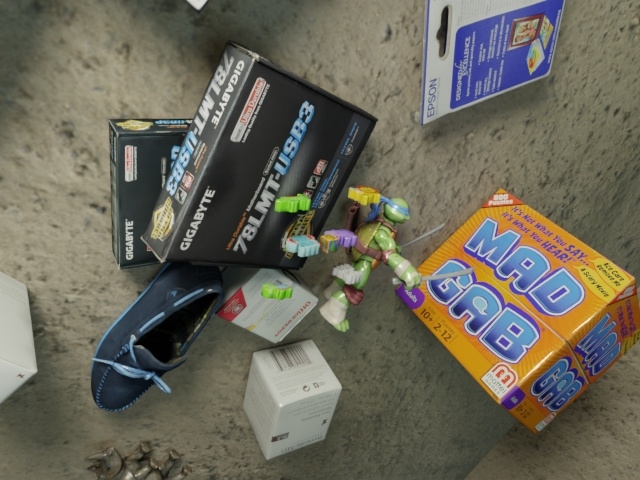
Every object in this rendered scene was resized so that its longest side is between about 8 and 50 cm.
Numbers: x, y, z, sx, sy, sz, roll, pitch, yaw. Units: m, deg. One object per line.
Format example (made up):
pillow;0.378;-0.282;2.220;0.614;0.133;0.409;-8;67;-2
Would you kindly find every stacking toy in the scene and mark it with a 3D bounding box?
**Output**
stacking toy;0.000;0.000;0.821;0.221;0.052;0.167;-9;119;-40

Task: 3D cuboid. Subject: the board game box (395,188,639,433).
board game box;0.474;0.175;1.199;0.356;0.356;0.356;-45;137;4

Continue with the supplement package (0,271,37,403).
supplement package;-0.449;0.121;0.639;0.105;0.179;0.105;-41;137;-1

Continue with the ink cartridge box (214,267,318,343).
ink cartridge box;-0.107;0.104;0.943;0.127;0.072;0.175;-45;137;4

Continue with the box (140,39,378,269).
box;-0.075;-0.097;0.746;0.293;0.073;0.296;7;115;-55

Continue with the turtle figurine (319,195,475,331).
turtle figurine;0.137;0.066;0.994;0.274;0.198;0.266;24;113;-39

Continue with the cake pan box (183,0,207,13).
cake pan box;-0.136;-0.398;0.468;0.245;0.070;0.267;40;97;-23

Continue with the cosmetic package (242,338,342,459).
cosmetic package;-0.068;0.347;1.107;0.151;0.151;0.184;-8;128;-29

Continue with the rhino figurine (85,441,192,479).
rhino figurine;-0.391;0.486;1.053;0.106;0.073;0.243;-45;135;0

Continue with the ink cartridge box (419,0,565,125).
ink cartridge box;0.278;-0.381;0.830;0.307;0.072;0.304;-22;135;-16

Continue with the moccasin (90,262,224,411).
moccasin;-0.284;0.170;0.840;0.137;0.117;0.342;19;112;-43

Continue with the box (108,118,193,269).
box;-0.215;-0.070;0.742;0.175;0.051;0.221;-8;128;-32
